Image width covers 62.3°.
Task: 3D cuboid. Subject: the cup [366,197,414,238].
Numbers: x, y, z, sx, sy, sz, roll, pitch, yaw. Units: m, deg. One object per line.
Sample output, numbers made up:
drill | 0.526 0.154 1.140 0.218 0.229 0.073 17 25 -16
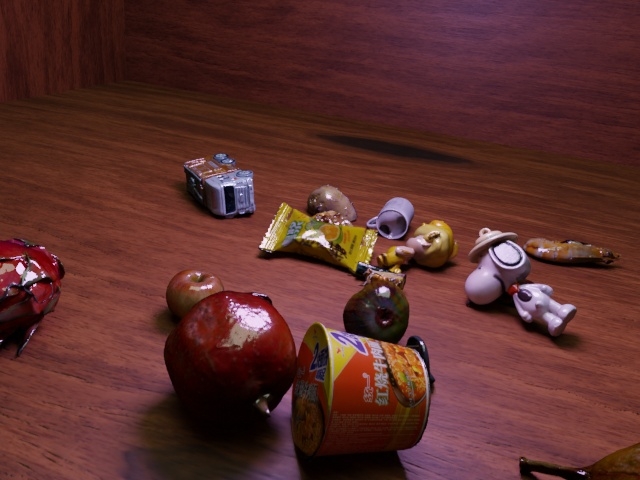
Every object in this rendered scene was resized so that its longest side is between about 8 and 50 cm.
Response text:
cup | 0.220 -0.076 1.678 0.136 0.099 0.133 15 27 14

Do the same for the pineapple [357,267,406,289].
pineapple | 0.166 0.104 1.313 0.116 0.069 0.137 -2 22 -32

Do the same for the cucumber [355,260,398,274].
cucumber | 0.158 0.087 1.375 0.133 0.032 0.032 18 25 -1

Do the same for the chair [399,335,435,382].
chair | 0.117 0.229 0.999 0.222 0.095 0.104 0 37 -17

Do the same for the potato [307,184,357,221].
potato | 0.030 -0.113 1.718 0.172 0.100 0.089 19 32 18

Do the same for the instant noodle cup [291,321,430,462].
instant noodle cup | 0.061 0.246 0.846 0.174 0.213 0.213 10 23 -15

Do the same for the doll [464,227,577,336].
doll | 0.487 0.095 1.284 0.272 0.208 0.144 18 -4 32

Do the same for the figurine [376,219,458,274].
figurine | 0.274 0.024 1.469 0.247 0.131 0.156 -20 -7 -18

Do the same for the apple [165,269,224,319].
apple | -0.267 0.120 1.126 0.126 0.101 0.126 10 21 -4

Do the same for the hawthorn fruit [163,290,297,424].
hawthorn fruit | -0.138 0.204 0.870 0.215 0.215 0.250 -12 39 -35

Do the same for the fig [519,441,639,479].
fig | 0.446 0.380 0.751 0.290 0.190 0.190 -23 12 27

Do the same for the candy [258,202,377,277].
candy | 0.000 0.000 1.461 0.298 0.081 0.187 18 49 4

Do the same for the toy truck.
toy truck | -0.333 -0.181 1.722 0.162 0.136 0.305 -15 30 -27

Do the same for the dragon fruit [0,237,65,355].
dragon fruit | -0.603 0.099 1.004 0.192 0.193 0.274 29 20 -18

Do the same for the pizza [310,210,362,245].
pizza | 0.048 -0.037 1.582 0.194 0.069 0.154 23 29 32

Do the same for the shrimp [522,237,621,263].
shrimp | 0.774 0.032 1.648 0.288 0.062 0.152 5 13 0

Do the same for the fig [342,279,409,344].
fig | 0.108 0.153 1.159 0.149 0.149 0.245 3 0 -8

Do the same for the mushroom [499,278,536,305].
mushroom | 0.506 0.127 1.375 0.123 0.052 0.123 4 21 -1
